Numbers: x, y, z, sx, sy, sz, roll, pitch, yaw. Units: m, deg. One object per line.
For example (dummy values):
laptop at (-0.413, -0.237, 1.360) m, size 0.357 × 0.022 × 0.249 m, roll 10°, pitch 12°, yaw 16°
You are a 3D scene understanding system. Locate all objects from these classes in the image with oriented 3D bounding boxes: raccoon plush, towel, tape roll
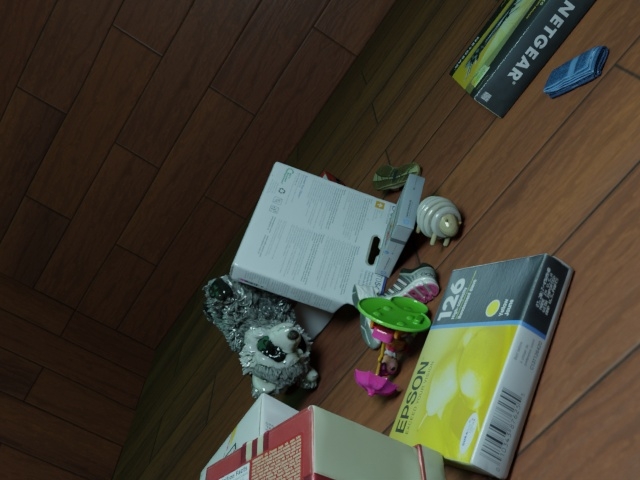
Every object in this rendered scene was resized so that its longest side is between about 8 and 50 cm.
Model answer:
raccoon plush at (-0.141, 0.238, 1.593) m, size 0.446 × 0.216 × 0.299 m, roll 122°, pitch 131°, yaw -71°
towel at (0.449, -0.299, 1.166) m, size 0.067 × 0.029 × 0.119 m, roll -64°, pitch 16°, yaw -18°
tape roll at (-0.031, 0.125, 1.736) m, size 0.286 × 0.100 × 0.286 m, roll -53°, pitch 17°, yaw 24°

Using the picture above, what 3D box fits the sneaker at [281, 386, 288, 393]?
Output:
sneaker at (-0.130, 0.312, 1.665) m, size 0.090 × 0.115 × 0.232 m, roll -64°, pitch 15°, yaw -1°

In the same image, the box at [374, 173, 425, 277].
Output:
box at (0.169, -0.029, 1.411) m, size 0.186 × 0.038 × 0.145 m, roll 105°, pitch -177°, yaw -55°

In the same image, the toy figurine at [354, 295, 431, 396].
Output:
toy figurine at (0.117, 0.193, 1.164) m, size 0.173 × 0.130 × 0.159 m, roll -16°, pitch -56°, yaw -62°

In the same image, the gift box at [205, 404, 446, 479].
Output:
gift box at (0.012, 0.390, 0.779) m, size 0.255 × 0.258 × 0.277 m, roll -35°, pitch 39°, yaw 37°

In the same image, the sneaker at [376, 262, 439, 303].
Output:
sneaker at (0.163, 0.096, 1.270) m, size 0.170 × 0.063 × 0.075 m, roll -37°, pitch 27°, yaw 42°

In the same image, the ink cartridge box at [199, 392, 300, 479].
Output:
ink cartridge box at (-0.102, 0.448, 1.238) m, size 0.233 × 0.171 × 0.168 m, roll -54°, pitch 17°, yaw 17°

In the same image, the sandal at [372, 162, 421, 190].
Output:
sandal at (0.194, -0.154, 1.662) m, size 0.180 × 0.049 × 0.072 m, roll -2°, pitch 63°, yaw 54°

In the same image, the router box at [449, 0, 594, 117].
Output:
router box at (0.421, -0.435, 1.402) m, size 0.309 × 0.081 × 0.243 m, roll -54°, pitch 17°, yaw 19°

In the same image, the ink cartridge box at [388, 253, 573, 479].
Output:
ink cartridge box at (0.206, 0.178, 0.983) m, size 0.307 × 0.072 × 0.304 m, roll -19°, pitch 43°, yaw 63°

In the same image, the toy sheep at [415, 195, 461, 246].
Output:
toy sheep at (0.226, -0.043, 1.284) m, size 0.091 × 0.091 × 0.132 m, roll -57°, pitch 34°, yaw 9°

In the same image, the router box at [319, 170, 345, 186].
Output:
router box at (-0.031, -0.025, 2.034) m, size 0.336 × 0.082 × 0.301 m, roll -56°, pitch 16°, yaw 13°

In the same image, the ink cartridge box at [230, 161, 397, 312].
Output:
ink cartridge box at (0.000, 0.000, 1.507) m, size 0.071 × 0.329 × 0.324 m, roll 113°, pitch 177°, yaw -52°

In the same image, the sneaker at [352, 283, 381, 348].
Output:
sneaker at (0.108, 0.150, 1.346) m, size 0.054 × 0.061 × 0.152 m, roll 106°, pitch 158°, yaw -48°
